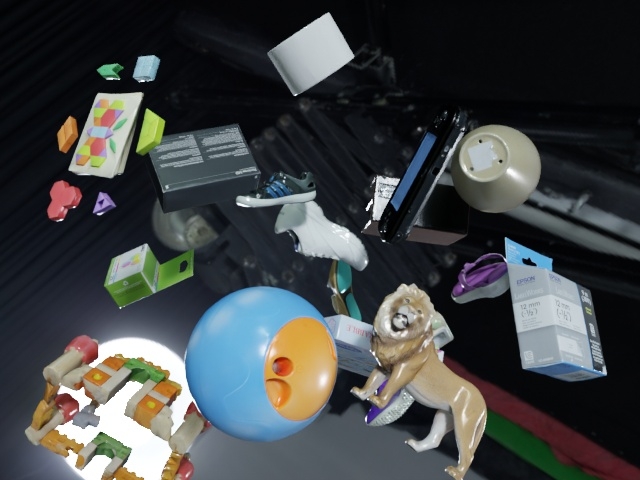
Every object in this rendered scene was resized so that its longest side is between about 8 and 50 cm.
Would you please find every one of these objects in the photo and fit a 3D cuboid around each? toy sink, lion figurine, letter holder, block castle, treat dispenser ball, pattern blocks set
[{"bbox_3d":[0.335,0.281,2.056,0.153,0.131,0.234,54,4,-43],"label":"toy sink"},{"bbox_3d":[0.228,0.295,1.305,0.392,0.240,0.142,47,-18,-12],"label":"lion figurine"},{"bbox_3d":[0.298,-0.089,2.028,0.302,0.152,0.214,8,-12,-3],"label":"letter holder"},{"bbox_3d":[-0.528,0.474,1.707,0.453,0.213,0.303,26,-67,5],"label":"block castle"},{"bbox_3d":[-0.110,0.231,1.201,0.288,0.288,0.288,35,-25,19],"label":"treat dispenser ball"},{"bbox_3d":[-0.416,-0.204,1.227,0.285,0.325,0.026,-6,-19,29],"label":"pattern blocks set"}]

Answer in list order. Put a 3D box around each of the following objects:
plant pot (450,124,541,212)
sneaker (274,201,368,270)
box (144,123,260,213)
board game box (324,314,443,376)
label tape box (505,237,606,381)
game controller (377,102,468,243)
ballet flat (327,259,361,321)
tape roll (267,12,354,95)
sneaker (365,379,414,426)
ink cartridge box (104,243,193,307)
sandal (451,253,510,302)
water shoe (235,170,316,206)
[{"bbox_3d":[0.464,-0.211,1.743,0.256,0.256,0.274,35,12,18],"label":"plant pot"},{"bbox_3d":[0.000,0.000,1.702,0.297,0.129,0.111,36,-15,-16],"label":"sneaker"},{"bbox_3d":[-0.317,-0.195,1.693,0.103,0.261,0.184,108,-38,-53],"label":"box"},{"bbox_3d":[0.097,0.285,1.658,0.319,0.066,0.318,23,-22,-25],"label":"board game box"},{"bbox_3d":[0.601,0.169,1.626,0.249,0.347,0.115,20,-30,-40],"label":"label tape box"},{"bbox_3d":[0.209,-0.144,1.359,0.067,0.319,0.166,23,14,-17],"label":"game controller"},{"bbox_3d":[0.056,0.148,1.838,0.073,0.080,0.232,-1,-70,37],"label":"ballet flat"},{"bbox_3d":[-0.033,-0.621,2.124,0.169,0.246,0.246,57,-27,-15],"label":"tape roll"},{"bbox_3d":[0.235,0.489,2.099,0.102,0.293,0.146,11,35,-44],"label":"sneaker"},{"bbox_3d":[-0.543,0.086,2.033,0.189,0.255,0.097,-110,175,-62],"label":"ink cartridge box"},{"bbox_3d":[0.482,0.095,1.883,0.102,0.169,0.416,51,-12,1],"label":"sandal"},{"bbox_3d":[-0.109,-0.124,1.507,0.073,0.203,0.080,7,-76,61],"label":"water shoe"}]
